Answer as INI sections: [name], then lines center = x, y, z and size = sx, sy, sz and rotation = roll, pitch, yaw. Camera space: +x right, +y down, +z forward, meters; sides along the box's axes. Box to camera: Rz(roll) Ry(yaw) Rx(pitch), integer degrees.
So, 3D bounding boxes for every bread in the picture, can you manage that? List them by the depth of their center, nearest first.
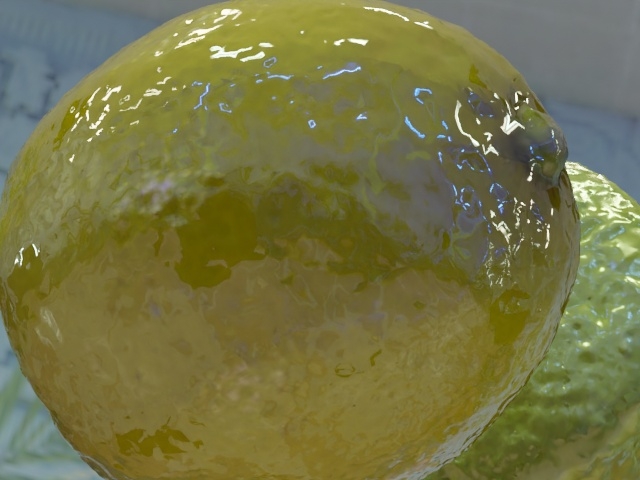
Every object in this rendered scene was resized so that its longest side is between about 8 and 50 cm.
[bread]
center = 0.165, 0.130, 1.697
size = 0.348, 0.348, 0.308
rotation = 0, -32, 24

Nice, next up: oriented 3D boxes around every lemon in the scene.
[lemon]
center = 0.000, 0.000, 1.242
size = 0.364, 0.364, 0.364
rotation = 10, -27, 5
